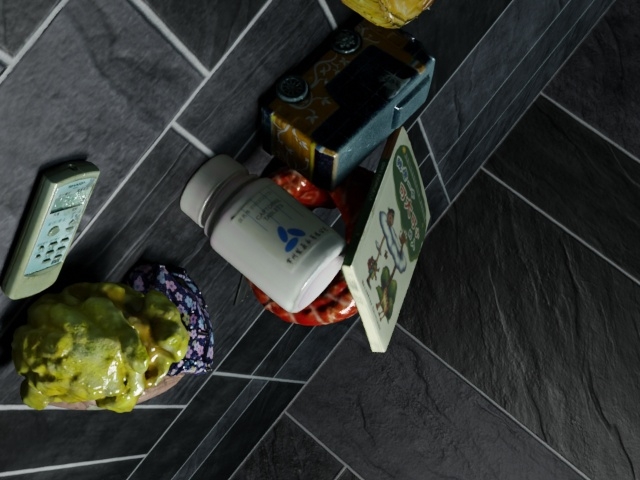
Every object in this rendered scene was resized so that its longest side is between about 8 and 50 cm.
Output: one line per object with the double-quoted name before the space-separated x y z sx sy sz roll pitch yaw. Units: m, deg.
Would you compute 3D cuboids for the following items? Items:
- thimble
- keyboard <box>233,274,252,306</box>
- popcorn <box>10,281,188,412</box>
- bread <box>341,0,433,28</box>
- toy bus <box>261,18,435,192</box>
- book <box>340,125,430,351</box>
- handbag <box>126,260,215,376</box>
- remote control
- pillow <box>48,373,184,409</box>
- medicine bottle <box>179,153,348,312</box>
"thimble" 0.000 0.000 2.019 0.350 0.350 0.231 -55 161 15
"keyboard" -0.171 0.087 2.320 0.067 0.011 0.202 -37 160 -36
"popcorn" -0.368 0.178 1.570 0.250 0.235 0.242 -24 165 -38
"bread" 0.135 -0.488 1.636 0.227 0.142 0.253 -51 168 -7
"toy bus" 0.055 -0.265 1.813 0.323 0.194 0.162 -45 162 -21
"book" 0.133 -0.005 1.856 0.260 0.043 0.371 69 32 -44
"handbag" -0.284 0.149 1.817 0.127 0.228 0.208 -18 167 9
"remote control" -0.396 -0.013 1.400 0.098 0.038 0.233 -28 152 -57
"pillow" -0.398 0.271 1.792 0.223 0.236 0.084 24 62 -79
"medicine bottle" -0.105 -0.017 1.739 0.170 0.293 0.170 -48 166 -16
